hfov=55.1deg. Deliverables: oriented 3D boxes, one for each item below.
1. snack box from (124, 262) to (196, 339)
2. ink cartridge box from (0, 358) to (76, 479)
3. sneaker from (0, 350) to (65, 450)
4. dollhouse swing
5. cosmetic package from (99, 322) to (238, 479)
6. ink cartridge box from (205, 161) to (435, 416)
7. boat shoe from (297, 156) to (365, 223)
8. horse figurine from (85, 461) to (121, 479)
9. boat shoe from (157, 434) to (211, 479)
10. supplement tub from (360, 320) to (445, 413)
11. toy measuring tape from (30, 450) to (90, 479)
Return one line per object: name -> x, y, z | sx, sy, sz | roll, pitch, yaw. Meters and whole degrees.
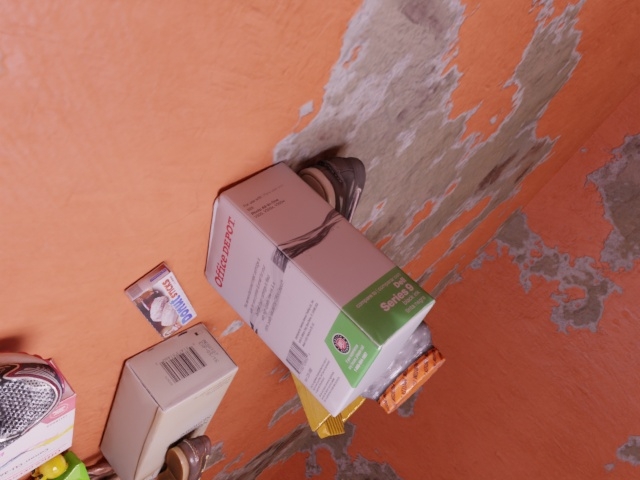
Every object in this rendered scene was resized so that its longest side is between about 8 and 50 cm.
snack box -> -0.226, 0.092, 0.886 | 0.064, 0.022, 0.178 | -39, 160, -16
ink cartridge box -> -0.397, 0.257, 0.820 | 0.115, 0.067, 0.198 | -27, 155, -39
sneaker -> -0.396, 0.218, 0.612 | 0.299, 0.112, 0.120 | -28, 121, -40
dollhouse swing -> 0.104, 0.313, 1.631 | 0.305, 0.315, 0.347 | -24, 161, 4
cosmetic package -> -0.275, 0.300, 1.088 | 0.160, 0.113, 0.309 | -26, 153, -42
ink cartridge box -> -0.017, 0.065, 0.846 | 0.122, 0.289, 0.211 | -34, 159, -34
boat shoe -> 0.000, 0.000, 1.010 | 0.096, 0.112, 0.335 | -26, 151, -31
horse figurine -> -0.436, 0.488, 1.221 | 0.175, 0.066, 0.263 | -20, 154, -29
boat shoe -> -0.246, 0.427, 1.125 | 0.073, 0.073, 0.207 | -23, 152, -42
supplement tub -> 0.078, 0.168, 1.200 | 0.194, 0.316, 0.193 | -38, 161, -16
toy measuring tape -> -0.438, 0.500, 1.069 | 0.121, 0.121, 0.329 | -29, 127, -36
